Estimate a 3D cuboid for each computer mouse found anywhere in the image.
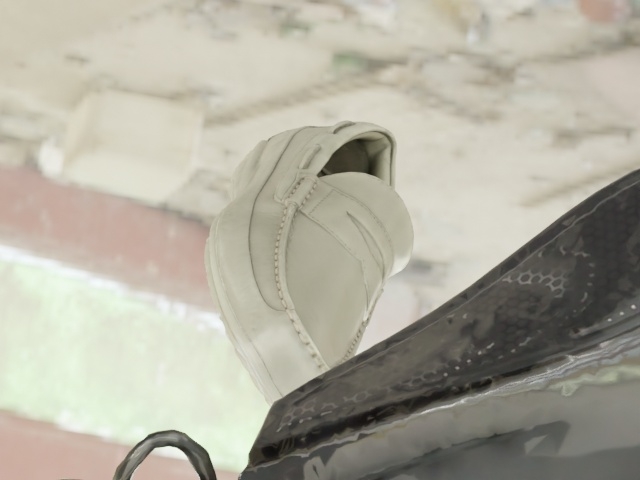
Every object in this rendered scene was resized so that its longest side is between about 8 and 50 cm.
[{"bbox_3d":[0.060,0.079,0.502,0.188,0.272,0.072,56,178,-37],"label":"computer mouse"}]

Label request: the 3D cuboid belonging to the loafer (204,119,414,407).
[{"bbox_3d":[0.000,0.000,1.114,0.111,0.319,0.112,-23,113,12],"label":"loafer"}]
